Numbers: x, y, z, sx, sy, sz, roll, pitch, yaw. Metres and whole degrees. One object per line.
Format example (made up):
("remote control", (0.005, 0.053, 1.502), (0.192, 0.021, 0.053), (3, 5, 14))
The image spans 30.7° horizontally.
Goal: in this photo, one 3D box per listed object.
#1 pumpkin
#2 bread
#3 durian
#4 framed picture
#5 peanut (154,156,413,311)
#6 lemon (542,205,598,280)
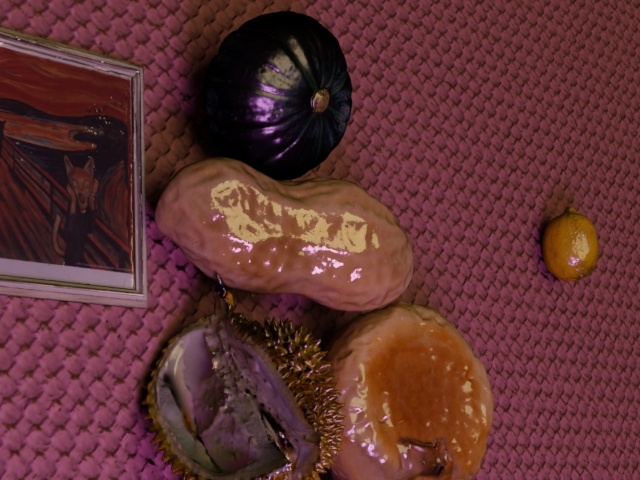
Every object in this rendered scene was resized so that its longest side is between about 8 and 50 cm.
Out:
("pumpkin", (-0.046, -0.160, 1.305), (0.194, 0.150, 0.194), (16, 67, -43))
("bread", (0.083, 0.192, 1.343), (0.244, 0.134, 0.244), (10, 74, -39))
("durian", (-0.071, 0.163, 1.196), (0.138, 0.193, 0.237), (51, 25, -58))
("framed picture", (-0.262, -0.074, 1.171), (0.216, 0.016, 0.273), (8, 73, -42))
("peanut", (-0.033, -0.006, 1.271), (0.313, 0.149, 0.149), (11, 70, -26))
("lemon", (0.363, 0.005, 1.695), (0.082, 0.082, 0.111), (11, 71, -41))
